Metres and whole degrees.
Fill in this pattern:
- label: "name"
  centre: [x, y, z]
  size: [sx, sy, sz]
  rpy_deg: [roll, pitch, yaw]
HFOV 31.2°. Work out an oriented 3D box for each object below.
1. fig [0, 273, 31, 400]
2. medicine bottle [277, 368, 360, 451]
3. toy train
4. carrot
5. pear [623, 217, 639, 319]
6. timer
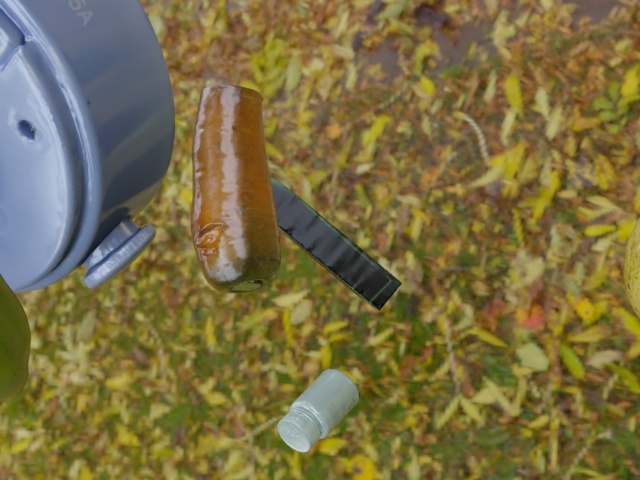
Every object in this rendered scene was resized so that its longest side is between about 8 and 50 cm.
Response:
- label: "fig"
  centre: [-0.200, -0.021, 0.334]
  size: [0.206, 0.275, 0.206]
  rpy_deg: [-42, 23, 23]
- label: "medicine bottle"
  centre: [-0.002, 0.168, 1.136]
  size: [0.047, 0.083, 0.047]
  rpy_deg: [26, 138, 26]
- label: "toy train"
  centre: [0.000, 0.000, 1.344]
  size: [0.044, 0.209, 0.042]
  rpy_deg: [-50, 3, -6]
- label: "carrot"
  centre: [-0.084, -0.048, 1.081]
  size: [0.087, 0.087, 0.193]
  rpy_deg: [-19, 73, 43]
- label: "pear"
  centre: [0.397, 0.024, 1.174]
  size: [0.178, 0.178, 0.178]
  rpy_deg: [-15, 69, 44]
- label: "timer"
  centre: [-0.291, -0.123, 1.019]
  size: [0.395, 0.173, 0.394]
  rpy_deg: [17, 128, 23]
